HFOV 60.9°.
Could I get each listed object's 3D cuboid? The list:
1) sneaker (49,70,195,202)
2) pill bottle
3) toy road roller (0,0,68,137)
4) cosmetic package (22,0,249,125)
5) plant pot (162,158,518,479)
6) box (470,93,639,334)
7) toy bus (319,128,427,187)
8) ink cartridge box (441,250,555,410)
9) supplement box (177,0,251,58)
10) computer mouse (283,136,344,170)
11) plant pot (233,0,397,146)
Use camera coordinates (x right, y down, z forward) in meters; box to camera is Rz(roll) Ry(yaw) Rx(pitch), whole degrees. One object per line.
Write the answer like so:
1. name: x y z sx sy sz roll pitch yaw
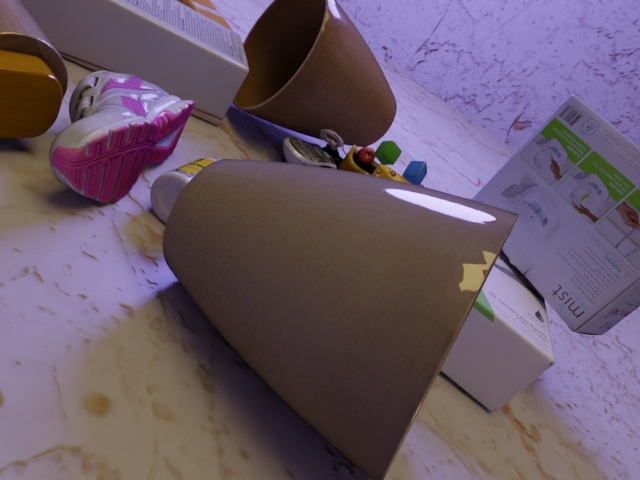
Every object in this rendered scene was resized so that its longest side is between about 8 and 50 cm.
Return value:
1. sneaker: -0.240 -0.127 0.616 0.111 0.103 0.252 29 22 -6
2. pill bottle: -0.144 -0.062 0.649 0.065 0.065 0.116 38 27 2
3. toy road roller: -0.378 -0.237 0.456 0.329 0.241 0.202 -7 50 -53
4. cosmetic package: -0.275 -0.316 0.834 0.309 0.113 0.160 20 32 -28
5. plant pot: -0.002 0.034 0.511 0.274 0.257 0.256 27 25 17
6. box: 0.387 -0.034 0.792 0.126 0.231 0.262 12 36 -44
7. toy bus: 0.081 -0.067 0.875 0.202 0.104 0.191 20 -21 41
8. ink cartridge box: 0.214 0.077 0.792 0.198 0.115 0.273 38 27 1
9. supplement box: -0.219 -0.392 1.054 0.080 0.078 0.233 4 42 -46
10. computer mouse: -0.010 -0.138 0.948 0.193 0.042 0.106 0 49 -57
11. plant pot: 0.014 -0.277 0.961 0.254 0.237 0.237 25 29 -39
